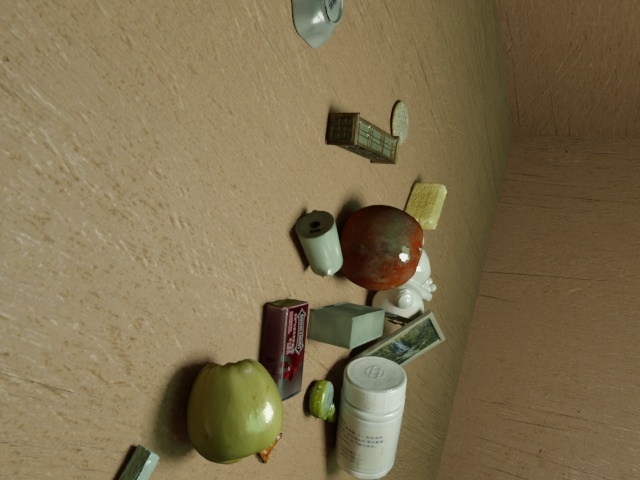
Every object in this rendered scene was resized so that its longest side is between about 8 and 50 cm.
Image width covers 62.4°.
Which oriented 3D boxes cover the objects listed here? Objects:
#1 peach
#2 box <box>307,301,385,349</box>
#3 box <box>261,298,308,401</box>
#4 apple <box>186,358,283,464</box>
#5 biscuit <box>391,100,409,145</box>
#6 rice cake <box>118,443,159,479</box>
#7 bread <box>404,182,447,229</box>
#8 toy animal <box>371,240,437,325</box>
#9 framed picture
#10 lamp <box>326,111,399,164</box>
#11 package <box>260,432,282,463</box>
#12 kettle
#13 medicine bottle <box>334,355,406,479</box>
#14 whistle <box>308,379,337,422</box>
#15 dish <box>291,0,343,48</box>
[{"bbox_3d":[0.173,0.019,1.500,0.252,0.252,0.252,-24,118,-58],"label":"peach"},{"bbox_3d":[0.077,0.233,1.484,0.225,0.130,0.086,0,96,-61],"label":"box"},{"bbox_3d":[-0.086,0.256,1.256,0.120,0.069,0.224,1,95,-62],"label":"box"},{"bbox_3d":[-0.162,0.326,1.013,0.200,0.200,0.200,-24,118,-58],"label":"apple"},{"bbox_3d":[0.271,-0.398,1.794,0.152,0.020,0.152,-20,113,-59],"label":"biscuit"},{"bbox_3d":[-0.343,0.454,0.853,0.045,0.042,0.245,82,29,-52],"label":"rice cake"},{"bbox_3d":[0.388,-0.129,1.969,0.068,0.126,0.188,57,48,-49],"label":"bread"},{"bbox_3d":[0.275,0.122,1.764,0.247,0.183,0.310,40,62,-58],"label":"toy animal"},{"bbox_3d":[0.253,0.363,1.740,0.324,0.020,0.240,-32,141,1],"label":"framed picture"},{"bbox_3d":[0.129,-0.282,1.491,0.325,0.089,0.090,5,92,-63],"label":"lamp"},{"bbox_3d":[-0.123,0.492,1.282,0.110,0.033,0.077,73,27,-46],"label":"package"},{"bbox_3d":[-0.004,0.004,1.332,0.098,0.127,0.148,-32,135,-15],"label":"kettle"},{"bbox_3d":[0.148,0.525,1.584,0.190,0.190,0.332,-34,135,-54],"label":"medicine bottle"},{"bbox_3d":[0.009,0.469,1.510,0.198,0.057,0.104,72,31,-52],"label":"whistle"},{"bbox_3d":[0.006,-0.544,1.216,0.191,0.066,0.190,-26,120,-57],"label":"dish"}]
